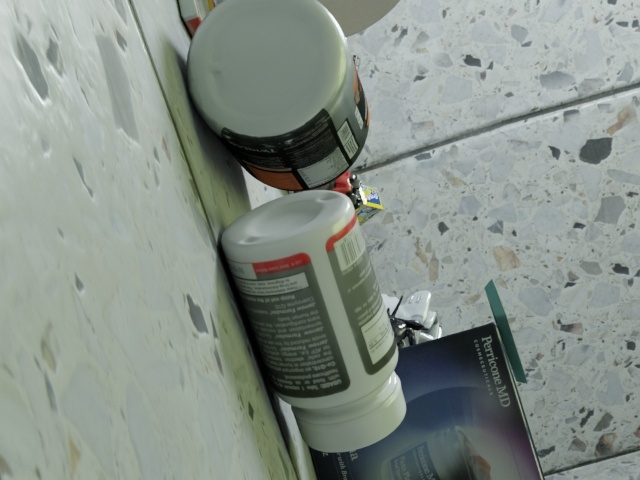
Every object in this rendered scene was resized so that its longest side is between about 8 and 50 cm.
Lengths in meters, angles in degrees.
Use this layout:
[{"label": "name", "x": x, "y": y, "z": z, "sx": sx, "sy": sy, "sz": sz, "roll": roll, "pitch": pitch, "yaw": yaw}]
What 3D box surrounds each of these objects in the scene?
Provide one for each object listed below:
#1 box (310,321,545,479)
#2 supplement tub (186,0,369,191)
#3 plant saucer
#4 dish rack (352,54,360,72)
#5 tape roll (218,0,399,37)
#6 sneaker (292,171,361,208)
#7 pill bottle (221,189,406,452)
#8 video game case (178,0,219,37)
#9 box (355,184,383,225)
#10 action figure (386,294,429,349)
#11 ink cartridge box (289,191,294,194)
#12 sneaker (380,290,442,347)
[{"label": "box", "x": 0.147, "y": 0.294, "z": 1.624, "sx": 0.183, "sy": 0.294, "sz": 0.296, "roll": 47, "pitch": 27, "yaw": -80}, {"label": "supplement tub", "x": -0.045, "y": -0.186, "z": 1.569, "sx": 0.338, "sy": 0.207, "sz": 0.207, "roll": 54, "pitch": 21, "yaw": -77}, {"label": "plant saucer", "x": 0.266, "y": 0.135, "z": 1.679, "sx": 0.192, "sy": 0.018, "sz": 0.067, "roll": 63, "pitch": 9, "yaw": -49}, {"label": "dish rack", "x": 0.029, "y": -0.254, "z": 2.476, "sx": 0.271, "sy": 0.074, "sz": 0.208, "roll": -58, "pitch": -167, "yaw": 36}, {"label": "tape roll", "x": -0.022, "y": -0.507, "z": 1.851, "sx": 0.072, "sy": 0.392, "sz": 0.392, "roll": -95, "pitch": 168, "yaw": -63}, {"label": "sneaker", "x": -0.021, "y": 0.001, "z": 1.889, "sx": 0.098, "sy": 0.135, "sz": 0.276, "roll": 88, "pitch": 14, "yaw": -57}, {"label": "pill bottle", "x": -0.001, "y": 0.098, "z": 1.390, "sx": 0.161, "sy": 0.161, "sz": 0.283, "roll": -94, "pitch": 167, "yaw": -69}, {"label": "video game case", "x": -0.166, "y": -0.322, "z": 1.720, "sx": 0.285, "sy": 0.025, "sz": 0.204, "roll": 64, "pitch": 10, "yaw": -61}, {"label": "box", "x": 0.049, "y": -0.050, "z": 2.418, "sx": 0.059, "sy": 0.169, "sz": 0.054, "roll": 11, "pitch": 55, "yaw": -40}, {"label": "action figure", "x": 0.109, "y": 0.234, "z": 2.169, "sx": 0.141, "sy": 0.164, "sz": 0.276, "roll": 97, "pitch": 5, "yaw": -48}, {"label": "ink cartridge box", "x": -0.052, "y": -0.184, "z": 2.223, "sx": 0.191, "sy": 0.082, "sz": 0.140, "roll": 56, "pitch": 18, "yaw": -70}, {"label": "sneaker", "x": 0.128, "y": 0.147, "z": 2.389, "sx": 0.366, "sy": 0.210, "sz": 0.137, "roll": -101, "pitch": 173, "yaw": -50}]
